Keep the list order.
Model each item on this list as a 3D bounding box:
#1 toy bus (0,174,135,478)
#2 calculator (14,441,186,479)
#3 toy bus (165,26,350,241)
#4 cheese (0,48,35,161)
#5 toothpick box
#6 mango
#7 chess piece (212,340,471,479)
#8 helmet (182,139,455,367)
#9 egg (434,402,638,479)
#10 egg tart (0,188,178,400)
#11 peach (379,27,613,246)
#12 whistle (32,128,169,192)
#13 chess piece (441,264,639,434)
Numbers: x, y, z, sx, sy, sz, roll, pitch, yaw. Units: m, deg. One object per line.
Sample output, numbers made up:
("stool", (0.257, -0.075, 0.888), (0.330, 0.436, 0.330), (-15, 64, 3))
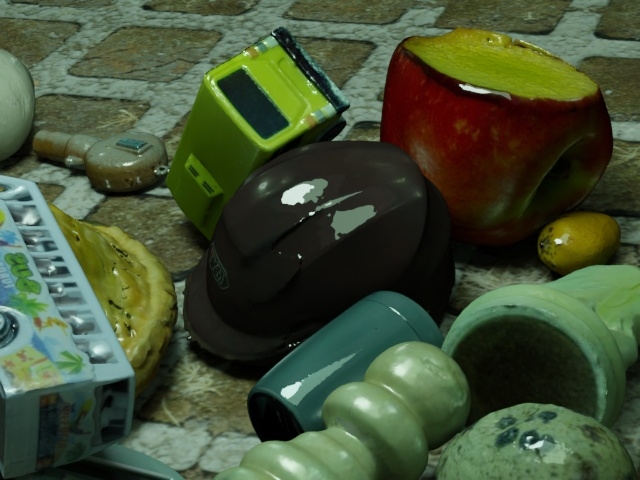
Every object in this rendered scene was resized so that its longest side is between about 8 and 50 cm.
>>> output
("toy bus", (-0.275, 0.058, 1.383), (0.136, 0.109, 0.329), (-11, 41, -23))
("calculator", (-0.172, 0.230, 1.343), (0.186, 0.041, 0.299), (20, 12, -33))
("toy bus", (-0.081, -0.106, 1.771), (0.150, 0.262, 0.128), (-34, 77, -29))
("cheese", (-0.468, -0.178, 2.075), (0.198, 0.154, 0.189), (-15, 37, -16))
("toothpick box", (0.024, 0.137, 1.477), (0.184, 0.120, 0.120), (-31, 38, -32))
("mango", (0.286, 0.001, 1.716), (0.114, 0.057, 0.079), (-23, 49, -36))
("chess piece", (0.033, 0.181, 1.342), (0.133, 0.133, 0.243), (24, 54, 41))
("helmet", (0.000, 0.000, 1.626), (0.305, 0.177, 0.225), (-15, 45, -19))
("egg", (0.178, 0.206, 1.309), (0.182, 0.141, 0.141), (-2, 26, 40))
("egg tart", (-0.369, 0.069, 1.606), (0.443, 0.178, 0.443), (-6, 31, 4))
("peach", (0.178, -0.127, 1.780), (0.249, 0.245, 0.274), (25, 17, -49))
("whistle", (-0.283, -0.112, 2.022), (0.220, 0.057, 0.107), (13, 36, 33))
("chess piece", (0.237, 0.091, 1.514), (0.176, 0.175, 0.298), (9, 20, 24))
